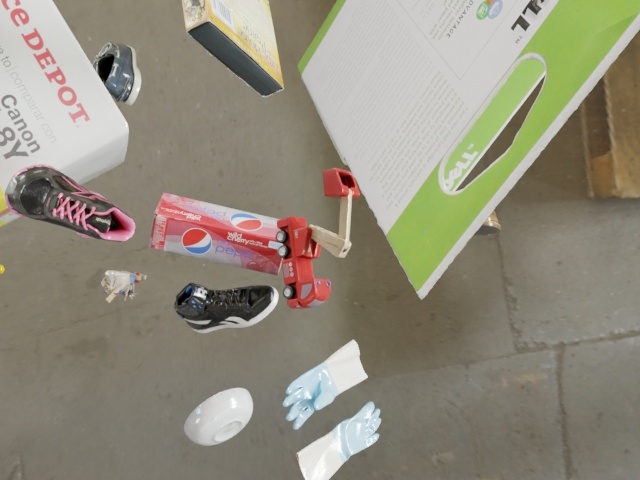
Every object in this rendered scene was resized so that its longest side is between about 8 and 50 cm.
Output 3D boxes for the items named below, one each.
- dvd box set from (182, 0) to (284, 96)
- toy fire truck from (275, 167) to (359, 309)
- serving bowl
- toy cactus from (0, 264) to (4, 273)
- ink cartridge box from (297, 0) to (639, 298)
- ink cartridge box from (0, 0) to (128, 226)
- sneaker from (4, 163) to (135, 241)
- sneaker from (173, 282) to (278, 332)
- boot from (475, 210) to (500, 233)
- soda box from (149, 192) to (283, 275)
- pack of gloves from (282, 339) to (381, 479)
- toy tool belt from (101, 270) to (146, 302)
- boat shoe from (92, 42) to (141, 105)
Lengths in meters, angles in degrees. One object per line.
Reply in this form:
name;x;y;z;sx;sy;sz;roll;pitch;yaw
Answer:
dvd box set;-0.203;-0.555;1.689;0.062;0.307;0.421;-19;67;21
toy fire truck;0.000;0.000;1.175;0.135;0.047;0.192;-15;77;34
serving bowl;-0.109;0.202;0.873;0.083;0.083;0.027;-35;57;-8
toy cactus;-0.670;-0.014;1.592;0.112;0.180;0.219;16;96;-17
ink cartridge box;0.097;-0.104;0.482;0.097;0.255;0.189;16;123;-31
ink cartridge box;-0.429;-0.127;0.792;0.384;0.160;0.279;-32;94;-18
sneaker;-0.196;-0.025;0.632;0.057;0.119;0.047;24;90;31
sneaker;-0.204;0.125;1.604;0.216;0.121;0.079;-20;50;22
boot;0.350;-0.067;1.784;0.112;0.305;0.115;3;92;8
soda box;-0.199;-0.013;1.557;0.263;0.092;0.083;13;121;-6
pack of gloves;0.037;0.316;1.429;0.232;0.046;0.195;-27;99;-45
toy tool belt;-0.325;0.077;1.292;0.052;0.083;0.051;10;90;20
boat shoe;-0.453;-0.373;1.706;0.079;0.254;0.095;20;118;-33
